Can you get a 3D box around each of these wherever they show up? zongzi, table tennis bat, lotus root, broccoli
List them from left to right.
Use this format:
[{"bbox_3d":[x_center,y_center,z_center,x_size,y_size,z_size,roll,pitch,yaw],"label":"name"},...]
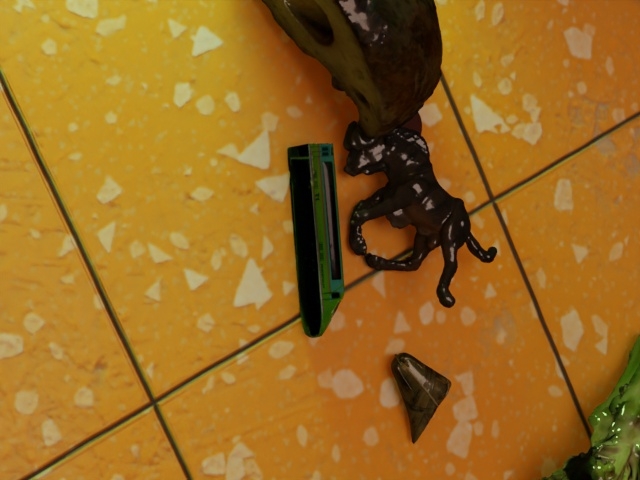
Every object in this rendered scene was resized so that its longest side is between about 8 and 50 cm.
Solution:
[{"bbox_3d":[0.036,-0.279,1.700,0.314,0.142,0.210,43,58,-17],"label":"lotus root"},{"bbox_3d":[0.092,-0.117,1.820,0.050,0.007,0.083,19,76,-28],"label":"table tennis bat"},{"bbox_3d":[0.098,0.176,1.793,0.076,0.040,0.083,34,87,-18],"label":"zongzi"},{"bbox_3d":[0.367,0.235,1.910,0.165,0.145,0.304,37,58,-14],"label":"broccoli"}]

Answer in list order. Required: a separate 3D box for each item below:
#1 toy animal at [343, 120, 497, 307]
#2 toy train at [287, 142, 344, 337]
[{"bbox_3d":[0.107,-0.031,1.775,0.232,0.084,0.148,41,70,-16],"label":"toy animal"},{"bbox_3d":[0.000,0.000,1.734,0.042,0.044,0.209,-4,89,-33],"label":"toy train"}]
